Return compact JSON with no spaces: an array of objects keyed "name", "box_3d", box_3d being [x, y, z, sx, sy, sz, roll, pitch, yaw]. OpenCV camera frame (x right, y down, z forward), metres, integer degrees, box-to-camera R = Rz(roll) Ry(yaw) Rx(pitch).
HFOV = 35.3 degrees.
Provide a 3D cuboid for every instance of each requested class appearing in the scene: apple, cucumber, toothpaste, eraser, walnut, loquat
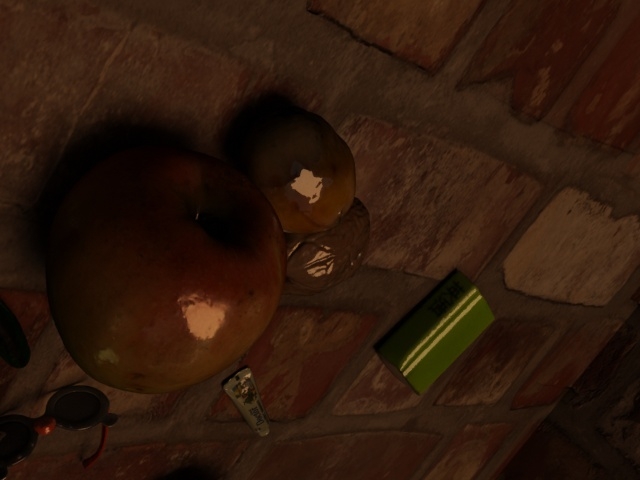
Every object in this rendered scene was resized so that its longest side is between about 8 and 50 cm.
[{"name":"apple","box_3d":[-0.219,0.049,1.421,0.338,0.339,0.305,-6,147,-44]},{"name":"cucumber","box_3d":[-0.478,0.112,1.459,0.056,0.056,0.284,-34,149,-14]},{"name":"toothpaste","box_3d":[-0.146,0.346,2.104,0.067,0.037,0.255,-34,143,-14]},{"name":"eraser","box_3d":[0.271,0.220,2.362,0.274,0.092,0.210,-43,147,-3]},{"name":"walnut","box_3d":[-0.002,-0.001,1.749,0.230,0.178,0.178,-33,148,-37]},{"name":"loquat","box_3d":[-0.038,-0.107,1.573,0.179,0.179,0.227,-44,137,0]}]

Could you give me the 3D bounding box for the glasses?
[{"name":"glasses","box_3d":[-0.462,0.383,1.725,0.234,0.118,0.268,-26,143,-28]}]
